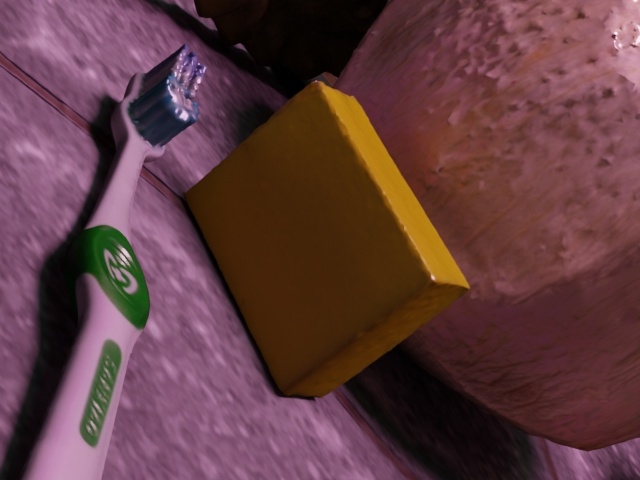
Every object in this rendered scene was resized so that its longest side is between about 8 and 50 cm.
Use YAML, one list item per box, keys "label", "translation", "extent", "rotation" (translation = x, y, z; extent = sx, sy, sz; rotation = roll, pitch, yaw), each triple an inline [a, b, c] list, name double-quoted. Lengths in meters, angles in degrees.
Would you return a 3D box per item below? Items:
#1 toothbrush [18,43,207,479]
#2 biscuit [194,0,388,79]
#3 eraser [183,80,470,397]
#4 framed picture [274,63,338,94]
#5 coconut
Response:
- label: "toothbrush"
  translation: [-0.089, 0.024, 0.789]
  extent: [0.042, 0.040, 0.418]
  rotation: [48, 23, -21]
- label: "biscuit"
  translation: [0.025, -0.151, 1.144]
  extent: [0.273, 0.187, 0.036]
  rotation: [16, 52, -46]
- label: "eraser"
  translation: [0.000, 0.000, 0.942]
  extent: [0.045, 0.097, 0.122]
  rotation: [16, 41, -58]
- label: "framed picture"
  translation: [0.052, -0.070, 1.338]
  extent: [0.324, 0.013, 0.244]
  rotation: [52, 19, -4]
- label: "coconut"
  translation: [0.138, -0.028, 1.081]
  extent: [0.297, 0.254, 0.297]
  rotation: [51, 22, -29]
